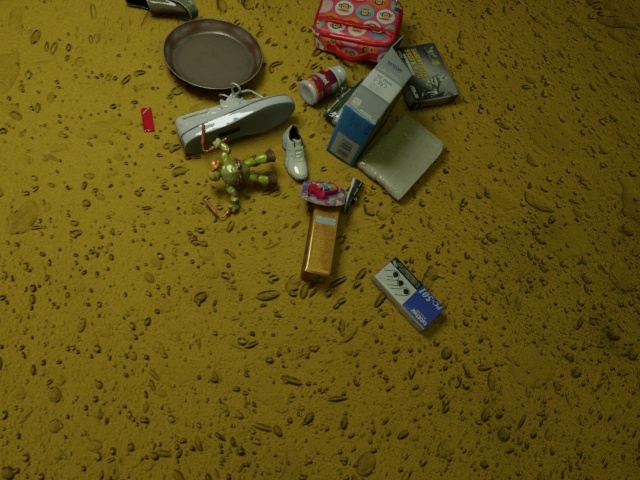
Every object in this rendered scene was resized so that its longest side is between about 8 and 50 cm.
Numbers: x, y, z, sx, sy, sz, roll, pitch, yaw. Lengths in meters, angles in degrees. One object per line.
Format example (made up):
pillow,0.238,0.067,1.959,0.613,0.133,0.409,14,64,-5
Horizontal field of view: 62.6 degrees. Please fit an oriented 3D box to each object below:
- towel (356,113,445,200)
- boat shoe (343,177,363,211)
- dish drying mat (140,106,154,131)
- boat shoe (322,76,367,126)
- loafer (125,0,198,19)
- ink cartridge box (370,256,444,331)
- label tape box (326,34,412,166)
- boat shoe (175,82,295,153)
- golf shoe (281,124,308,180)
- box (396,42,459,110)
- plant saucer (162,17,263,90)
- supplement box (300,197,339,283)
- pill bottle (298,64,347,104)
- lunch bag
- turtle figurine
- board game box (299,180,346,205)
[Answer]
towel,0.265,-0.275,1.713,0.187,0.049,0.282,41,66,7
boat shoe,0.101,-0.138,1.621,0.038,0.046,0.125,19,57,0
dish drying mat,-0.521,-0.365,1.585,0.032,0.008,0.083,-9,71,-17
boat shoe,0.087,-0.472,1.733,0.070,0.078,0.219,35,67,1
loafer,-0.520,-0.765,1.709,0.251,0.094,0.087,19,71,5
ink cartridge box,0.253,0.156,1.536,0.097,0.046,0.207,-39,82,-22
label tape box,0.176,-0.431,1.642,0.115,0.249,0.347,36,65,3
boat shoe,-0.267,-0.395,1.601,0.367,0.136,0.156,-24,72,-11
golf shoe,-0.077,-0.270,1.609,0.069,0.086,0.176,-12,73,-19
box,0.357,-0.578,1.851,0.183,0.056,0.231,-14,73,-17
plant saucer,-0.341,-0.586,1.681,0.310,0.050,0.310,5,62,-9
supplement box,0.000,0.000,1.522,0.080,0.078,0.233,11,66,-9
pill bottle,0.010,-0.515,1.727,0.152,0.086,0.086,-37,80,-24
lunch bag,0.123,-0.724,1.804,0.293,0.120,0.258,13,67,6
turtle figurine,-0.236,-0.212,1.516,0.217,0.087,0.269,-13,93,-26
board game box,0.011,-0.154,1.558,0.133,0.033,0.168,12,29,0
